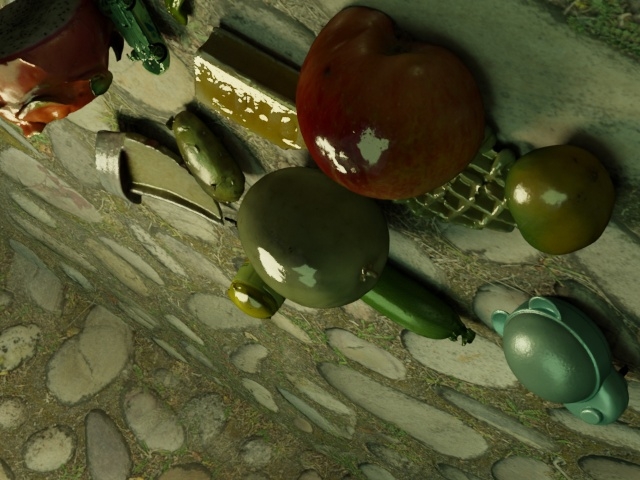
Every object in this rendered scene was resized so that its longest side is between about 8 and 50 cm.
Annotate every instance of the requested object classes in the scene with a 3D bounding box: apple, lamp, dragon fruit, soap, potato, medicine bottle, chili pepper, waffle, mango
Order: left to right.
[{"bbox_3d":[-0.491,-0.317,1.816,0.290,0.290,0.189,11,143,42],"label":"dragon fruit"},{"bbox_3d":[-0.220,-0.400,1.616,0.202,0.050,0.052,-29,79,66],"label":"chili pepper"},{"bbox_3d":[-0.226,-0.166,2.027,0.117,0.090,0.225,15,145,50],"label":"potato"},{"bbox_3d":[-0.088,-0.241,1.710,0.257,0.080,0.160,30,157,8],"label":"soap"},{"bbox_3d":[-0.094,0.052,2.098,0.124,0.239,0.124,27,159,11],"label":"medicine bottle"},{"bbox_3d":[0.075,-0.176,1.450,0.293,0.163,0.251,25,140,23],"label":"apple"},{"bbox_3d":[0.195,-0.112,1.633,0.309,0.056,0.292,12,149,37],"label":"waffle"},{"bbox_3d":[0.350,-0.047,1.480,0.156,0.114,0.251,5,149,15],"label":"mango"},{"bbox_3d":[0.448,0.223,1.852,0.284,0.147,0.209,38,154,-12],"label":"lamp"}]

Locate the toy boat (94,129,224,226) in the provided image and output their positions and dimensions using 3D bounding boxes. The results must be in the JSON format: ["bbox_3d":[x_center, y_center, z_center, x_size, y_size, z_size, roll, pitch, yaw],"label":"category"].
[{"bbox_3d":[-0.374,-0.157,2.246,0.293,0.111,0.276,7,148,23],"label":"toy boat"}]

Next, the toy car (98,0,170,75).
[{"bbox_3d":[-0.322,-0.377,1.772,0.093,0.058,0.186,5,132,49],"label":"toy car"}]

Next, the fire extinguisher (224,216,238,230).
[{"bbox_3d":[-0.137,-0.025,2.254,0.157,0.045,0.078,11,165,39],"label":"fire extinguisher"}]

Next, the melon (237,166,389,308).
[{"bbox_3d":[-0.011,-0.008,1.861,0.308,0.272,0.272,46,160,14],"label":"melon"}]

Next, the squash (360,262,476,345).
[{"bbox_3d":[0.151,0.110,2.078,0.379,0.101,0.101,32,157,-1],"label":"squash"}]
